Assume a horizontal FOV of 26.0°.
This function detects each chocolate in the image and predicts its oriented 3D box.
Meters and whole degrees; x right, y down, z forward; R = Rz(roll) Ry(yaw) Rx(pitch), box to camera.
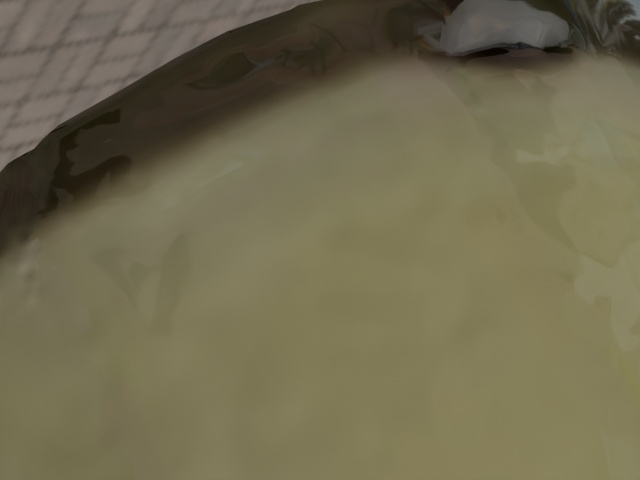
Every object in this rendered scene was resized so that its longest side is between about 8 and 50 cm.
[{"bbox_3d":[0.030,0.120,0.443,0.314,0.297,0.326,-27,164,-2],"label":"chocolate"}]
